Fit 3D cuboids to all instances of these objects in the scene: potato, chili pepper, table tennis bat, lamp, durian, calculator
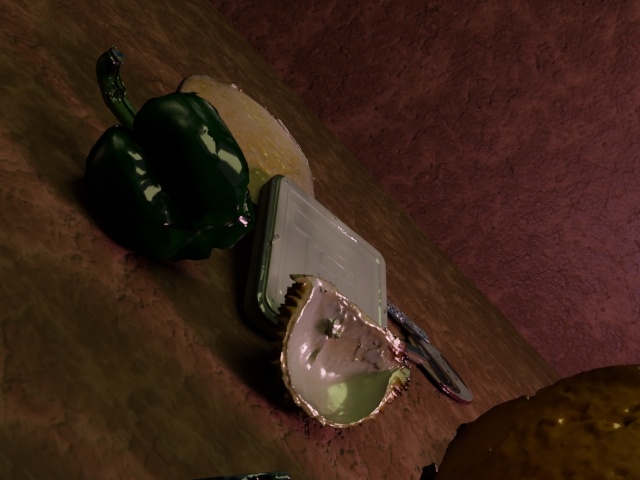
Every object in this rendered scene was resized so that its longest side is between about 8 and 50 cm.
[{"bbox_3d":[-0.142,-0.130,1.048,0.299,0.116,0.239,27,47,-45],"label":"potato"},{"bbox_3d":[-0.186,-0.103,0.779,0.261,0.174,0.165,57,13,17],"label":"chili pepper"},{"bbox_3d":[0.214,0.243,1.310,0.301,0.022,0.173,35,17,-45],"label":"table tennis bat"},{"bbox_3d":[0.005,0.063,0.968,0.266,0.047,0.269,37,38,-31],"label":"lamp"},{"bbox_3d":[0.017,0.142,0.777,0.252,0.139,0.144,41,20,-24],"label":"durian"},{"bbox_3d":[0.159,0.153,1.367,0.172,0.018,0.057,40,9,-11],"label":"calculator"}]

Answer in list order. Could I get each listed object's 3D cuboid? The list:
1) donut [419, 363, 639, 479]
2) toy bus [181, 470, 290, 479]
[{"bbox_3d":[0.275,0.339,0.572,0.435,0.377,0.163,61,25,-13],"label":"donut"},{"bbox_3d":[-0.047,0.243,0.359,0.098,0.114,0.201,4,35,-25],"label":"toy bus"}]
